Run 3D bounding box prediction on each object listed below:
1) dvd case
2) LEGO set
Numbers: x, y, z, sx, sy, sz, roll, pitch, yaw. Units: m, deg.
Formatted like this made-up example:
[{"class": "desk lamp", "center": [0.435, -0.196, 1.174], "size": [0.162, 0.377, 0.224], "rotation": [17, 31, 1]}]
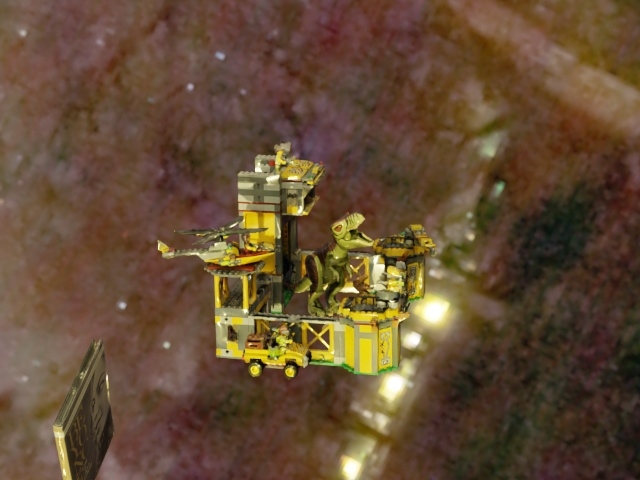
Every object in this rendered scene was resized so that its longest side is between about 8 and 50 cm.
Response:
[{"class": "dvd case", "center": [-0.338, 0.274, 1.774], "size": [0.164, 0.018, 0.221], "rotation": [-73, -11, -45]}, {"class": "LEGO set", "center": [0.000, 0.000, 1.326], "size": [0.331, 0.255, 0.192], "rotation": [-40, -47, -65]}]
